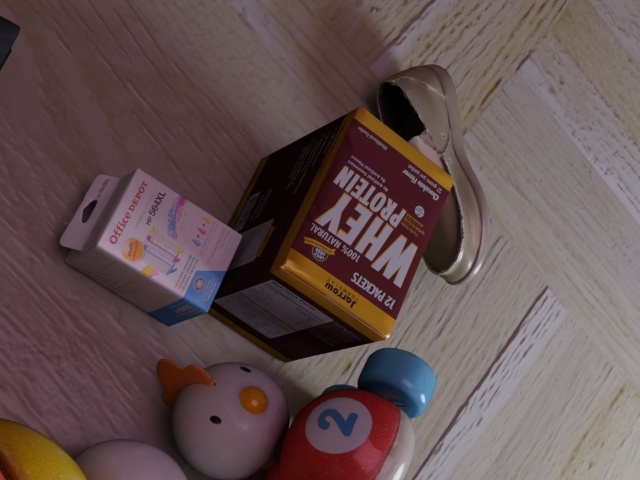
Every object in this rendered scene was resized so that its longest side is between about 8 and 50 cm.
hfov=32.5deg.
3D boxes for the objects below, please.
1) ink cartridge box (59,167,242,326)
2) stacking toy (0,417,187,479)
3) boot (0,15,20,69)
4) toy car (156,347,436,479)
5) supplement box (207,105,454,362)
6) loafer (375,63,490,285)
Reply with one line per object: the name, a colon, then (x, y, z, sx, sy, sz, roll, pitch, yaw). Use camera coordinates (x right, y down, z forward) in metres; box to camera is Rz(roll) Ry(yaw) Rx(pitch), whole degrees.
ink cartridge box: (-0.168, 0.004, 1.061, 0.143, 0.090, 0.092, 34, 63, -22)
stacking toy: (-0.296, 0.246, 0.852, 0.480, 0.351, 0.350, -2, 79, -52)
boot: (-0.431, -0.278, 0.865, 0.445, 0.146, 0.367, 38, 100, -15)
toy car: (-0.052, 0.179, 1.039, 0.238, 0.210, 0.219, 33, 54, -7)
supplement box: (0.000, 0.000, 1.104, 0.129, 0.194, 0.191, 35, 62, -21)
loafer: (0.117, -0.075, 1.259, 0.092, 0.102, 0.268, -1, 70, -31)
